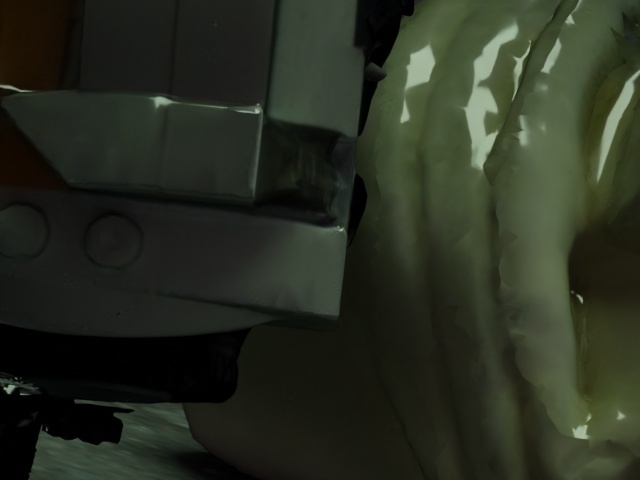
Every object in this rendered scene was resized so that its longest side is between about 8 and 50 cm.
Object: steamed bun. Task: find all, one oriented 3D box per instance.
[{"bbox_3d":[0.136,0.016,0.593,0.320,0.206,0.275,12,7,-27],"label":"steamed bun"}]

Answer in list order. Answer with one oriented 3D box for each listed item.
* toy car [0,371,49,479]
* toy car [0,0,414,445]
[{"bbox_3d":[-0.076,0.044,0.365,0.025,0.041,0.093,16,1,15],"label":"toy car"},{"bbox_3d":[-0.127,-0.064,0.434,0.301,0.193,0.118,8,-8,-2],"label":"toy car"}]
